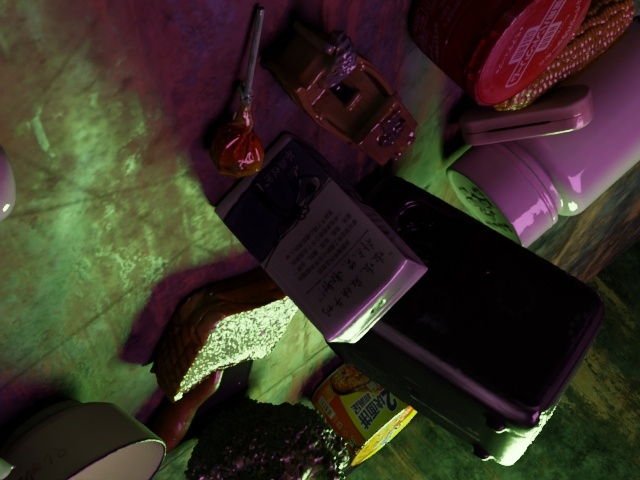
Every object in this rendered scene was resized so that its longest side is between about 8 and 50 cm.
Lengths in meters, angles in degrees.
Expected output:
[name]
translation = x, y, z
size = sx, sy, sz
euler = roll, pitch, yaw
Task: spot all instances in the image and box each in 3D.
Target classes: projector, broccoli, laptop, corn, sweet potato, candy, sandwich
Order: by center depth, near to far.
[candy]
translation = -0.075, -0.145, 0.901
size = 0.060, 0.060, 0.201
euler = -25, 145, -37
[corn]
translation = 0.334, -0.275, 1.293
size = 0.310, 0.101, 0.101
euler = -34, 158, -26
[sandwich]
translation = -0.128, 0.125, 1.295
size = 0.214, 0.065, 0.186
euler = -18, 148, -48
[projector]
translation = 0.200, 0.144, 1.405
size = 0.242, 0.395, 0.405
euler = -54, 163, -16
[sweet potato]
translation = -0.225, 0.275, 1.427
size = 0.057, 0.057, 0.265
euler = -14, 145, -51
[laptop]
translation = -0.168, 0.237, 1.509
size = 0.135, 0.016, 0.197
euler = -30, 156, -27
[broccoli]
translation = -0.095, 0.403, 1.656
size = 0.260, 0.288, 0.235
euler = 93, 10, -63

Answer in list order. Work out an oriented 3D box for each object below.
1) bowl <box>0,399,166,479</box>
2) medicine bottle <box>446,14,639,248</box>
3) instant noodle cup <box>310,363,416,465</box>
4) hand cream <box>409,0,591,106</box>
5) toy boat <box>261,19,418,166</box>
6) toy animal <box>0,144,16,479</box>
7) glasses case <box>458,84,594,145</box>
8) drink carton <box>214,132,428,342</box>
[bowl]
translation = -0.334, 0.297, 1.179
size = 0.237, 0.126, 0.238
euler = -36, 159, -16
[medicine bottle]
translation = 0.405, -0.171, 1.454
size = 0.378, 0.213, 0.213
euler = -41, 159, -4
[instant noodle cup]
translation = 0.091, 0.371, 2.007
size = 0.213, 0.174, 0.213
euler = -37, 159, -17
[hand cream]
translation = 0.210, -0.266, 1.050
size = 0.193, 0.125, 0.193
euler = -36, 159, -16
[toy boat]
translation = 0.046, -0.147, 1.001
size = 0.089, 0.121, 0.321
euler = -51, 158, 6
[toy animal]
translation = -0.329, 0.068, 0.658
size = 0.241, 0.196, 0.368
euler = -30, 154, -32
[glasses case]
translation = 0.300, -0.183, 1.315
size = 0.196, 0.050, 0.083
euler = -7, -155, 31
[drink carton]
translation = 0.001, 0.000, 1.058
size = 0.134, 0.222, 0.102
euler = -46, 159, 9
